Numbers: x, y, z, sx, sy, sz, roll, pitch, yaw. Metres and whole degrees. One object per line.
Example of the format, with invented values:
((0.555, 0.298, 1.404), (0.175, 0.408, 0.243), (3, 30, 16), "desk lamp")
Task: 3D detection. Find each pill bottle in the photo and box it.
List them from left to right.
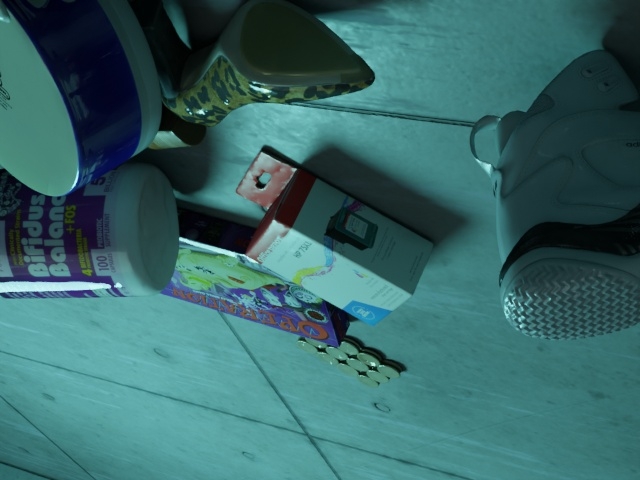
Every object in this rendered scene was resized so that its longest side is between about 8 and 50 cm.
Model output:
((-0.346, -0.010, 1.427), (0.301, 0.169, 0.169), (-2, 147, 13), "pill bottle")

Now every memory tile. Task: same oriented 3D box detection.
((0.042, 0.174, 1.688), (0.148, 0.012, 0.113), (31, 153, -10), "memory tile")

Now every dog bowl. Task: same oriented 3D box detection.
((-0.281, -0.179, 1.109), (0.265, 0.104, 0.265), (33, 144, 28), "dog bowl")

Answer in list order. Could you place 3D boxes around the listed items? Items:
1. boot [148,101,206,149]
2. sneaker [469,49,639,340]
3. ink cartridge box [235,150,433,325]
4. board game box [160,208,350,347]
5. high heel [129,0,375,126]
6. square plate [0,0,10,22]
((-0.232, -0.168, 1.237), (0.152, 0.073, 0.197), (8, 145, 41), "boot")
((0.303, -0.060, 0.915), (0.365, 0.210, 0.137), (-14, 148, 0), "sneaker")
((0.000, 0.000, 1.333), (0.231, 0.078, 0.134), (29, 153, -6), "ink cartridge box")
((-0.138, 0.039, 1.561), (0.346, 0.056, 0.208), (14, 156, 20), "board game box")
((-0.052, -0.152, 1.105), (0.261, 0.093, 0.186), (16, 159, 22), "high heel")
((-0.429, -0.350, 0.908), (0.344, 0.049, 0.347), (32, 157, 33), "square plate")
